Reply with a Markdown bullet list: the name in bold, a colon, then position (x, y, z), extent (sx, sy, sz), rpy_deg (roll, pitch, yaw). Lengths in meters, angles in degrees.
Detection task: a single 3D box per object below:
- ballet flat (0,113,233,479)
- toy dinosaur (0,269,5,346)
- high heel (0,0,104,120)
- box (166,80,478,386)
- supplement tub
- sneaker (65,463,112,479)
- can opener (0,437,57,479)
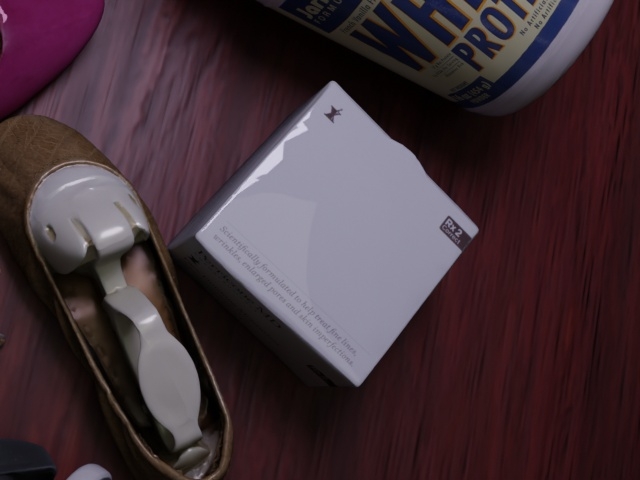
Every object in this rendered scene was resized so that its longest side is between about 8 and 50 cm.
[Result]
- **ballet flat**: position (-0.154, 0.047, 0.703), extent (0.116, 0.124, 0.342), rpy_deg (-23, 91, -23)
- **toy dinosaur**: position (-0.310, 0.000, 0.681), extent (0.211, 0.064, 0.112), rpy_deg (43, 71, -11)
- **high heel**: position (-0.312, -0.128, 0.635), extent (0.377, 0.181, 0.127), rpy_deg (-32, 95, -23)
- **box**: position (0.000, 0.000, 0.775), extent (0.181, 0.119, 0.182), rpy_deg (44, 69, -10)
- **supplement tub**: position (0.071, -0.273, 0.782), extent (0.325, 0.235, 0.235), rpy_deg (24, 74, -17)
- **sneaker**: position (-0.160, 0.316, 0.641), extent (0.147, 0.104, 0.295), rpy_deg (14, 81, 17)
- **can opener**: position (-0.299, 0.186, 0.603), extent (0.280, 0.093, 0.074), rpy_deg (12, 116, -51)
